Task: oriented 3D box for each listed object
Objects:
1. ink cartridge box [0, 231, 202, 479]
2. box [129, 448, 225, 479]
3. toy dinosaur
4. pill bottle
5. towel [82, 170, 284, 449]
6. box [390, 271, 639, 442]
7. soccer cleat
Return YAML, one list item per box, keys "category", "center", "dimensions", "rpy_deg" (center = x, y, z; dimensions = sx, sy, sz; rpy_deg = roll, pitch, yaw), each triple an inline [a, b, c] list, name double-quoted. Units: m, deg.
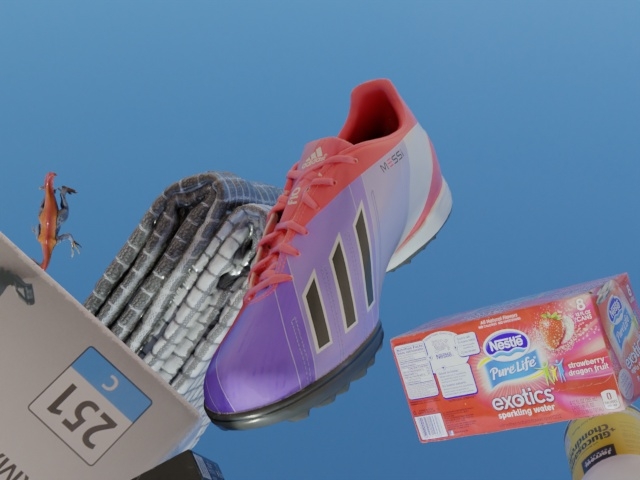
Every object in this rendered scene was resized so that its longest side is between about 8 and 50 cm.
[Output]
- category: "ink cartridge box"
  center: [-0.273, 0.120, 0.682]
  dimensions: [0.296, 0.066, 0.261]
  rpy_deg: [41, -114, 6]
- category: "box"
  center: [-0.093, 0.163, 0.584]
  dimensions: [0.083, 0.062, 0.052]
  rpy_deg: [-28, -113, -1]
- category: "toy dinosaur"
  center: [-0.260, -0.012, 0.966]
  dimensions: [0.047, 0.090, 0.082]
  rpy_deg: [7, -109, 13]
- category: "pill bottle"
  center: [0.330, 0.261, 1.133]
  dimensions: [0.103, 0.103, 0.184]
  rpy_deg: [1, -159, 5]
- category: "towel"
  center: [-0.121, 0.072, 0.933]
  dimensions: [0.121, 0.284, 0.235]
  rpy_deg: [37, -173, 11]
- category: "box"
  center: [0.223, 0.131, 1.140]
  dimensions: [0.257, 0.128, 0.122]
  rpy_deg: [-19, 179, 37]
- category: "soccer cleat"
  center: [0.000, 0.000, 0.685]
  dimensions: [0.108, 0.116, 0.318]
  rpy_deg: [-8, -154, 31]
